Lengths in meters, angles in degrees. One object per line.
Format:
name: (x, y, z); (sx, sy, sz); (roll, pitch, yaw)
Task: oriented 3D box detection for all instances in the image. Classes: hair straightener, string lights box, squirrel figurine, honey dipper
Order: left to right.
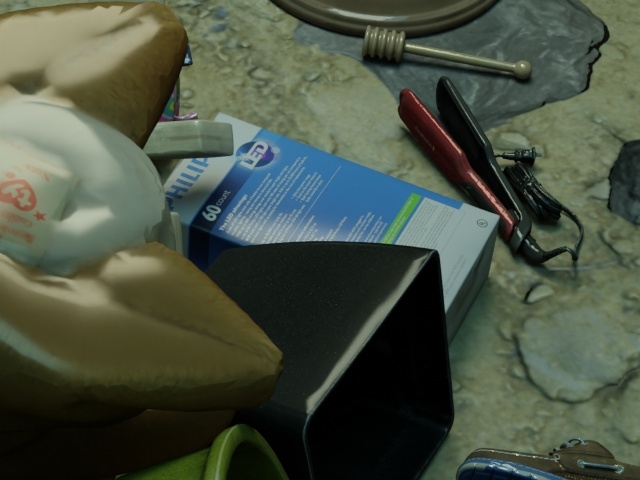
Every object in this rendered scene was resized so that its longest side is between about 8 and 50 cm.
squirrel figurine: (-0.255, 0.084, 1.004); (0.397, 0.370, 0.281); (-8, 59, -29)
string lights box: (0.000, 0.000, 1.348); (0.260, 0.076, 0.133); (21, 49, 15)
honey dipper: (0.120, -0.175, 1.553); (0.161, 0.030, 0.030); (9, 47, 2)
hair straightener: (0.163, -0.064, 1.439); (0.089, 0.047, 0.230); (-22, 53, -22)

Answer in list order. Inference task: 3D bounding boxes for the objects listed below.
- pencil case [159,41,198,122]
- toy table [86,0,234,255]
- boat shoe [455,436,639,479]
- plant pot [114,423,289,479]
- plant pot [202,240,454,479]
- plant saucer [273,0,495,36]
pencil case: (-0.254, -0.114, 1.408); (0.284, 0.124, 0.124); (-11, 49, -16)
toy table: (-0.185, -0.072, 1.217); (0.161, 0.252, 0.274); (-4, 12, 20)
boat shoe: (0.189, 0.184, 1.208); (0.183, 0.066, 0.066); (18, 43, -1)
plant pot: (-0.166, 0.317, 0.872); (0.353, 0.366, 0.366); (-15, 48, 6)
plant pot: (-0.023, 0.106, 1.189); (0.167, 0.187, 0.188); (18, 48, 27)
plant saucer: (0.059, -0.307, 1.663); (0.278, 0.041, 0.277); (2, 46, -2)
